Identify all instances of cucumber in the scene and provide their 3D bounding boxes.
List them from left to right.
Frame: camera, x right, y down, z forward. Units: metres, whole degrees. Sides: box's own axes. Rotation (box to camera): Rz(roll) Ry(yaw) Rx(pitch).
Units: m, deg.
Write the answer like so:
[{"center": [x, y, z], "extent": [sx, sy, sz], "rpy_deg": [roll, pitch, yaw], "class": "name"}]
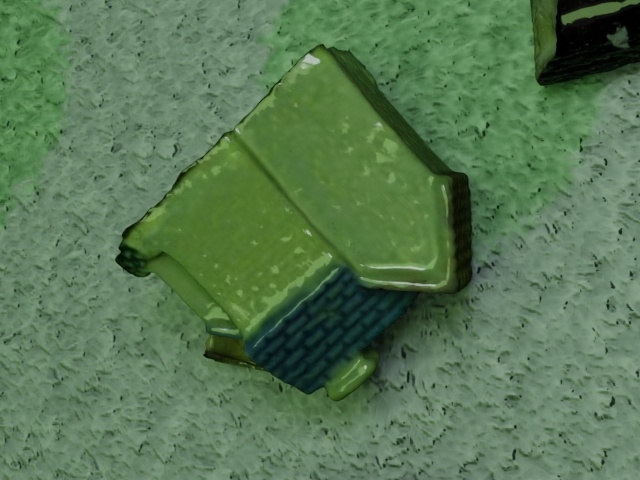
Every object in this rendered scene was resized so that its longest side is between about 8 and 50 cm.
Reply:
[{"center": [0.252, -0.168, 1.196], "extent": [0.241, 0.074, 0.074], "rpy_deg": [-15, 79, 20], "class": "cucumber"}]

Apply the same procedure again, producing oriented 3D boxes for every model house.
[{"center": [0.000, 0.000, 1.251], "extent": [0.214, 0.195, 0.189], "rpy_deg": [-44, 85, 6], "class": "model house"}]

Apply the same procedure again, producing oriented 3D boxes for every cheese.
[{"center": [-0.038, 0.072, 1.322], "extent": [0.084, 0.041, 0.060], "rpy_deg": [17, 88, 21], "class": "cheese"}]
